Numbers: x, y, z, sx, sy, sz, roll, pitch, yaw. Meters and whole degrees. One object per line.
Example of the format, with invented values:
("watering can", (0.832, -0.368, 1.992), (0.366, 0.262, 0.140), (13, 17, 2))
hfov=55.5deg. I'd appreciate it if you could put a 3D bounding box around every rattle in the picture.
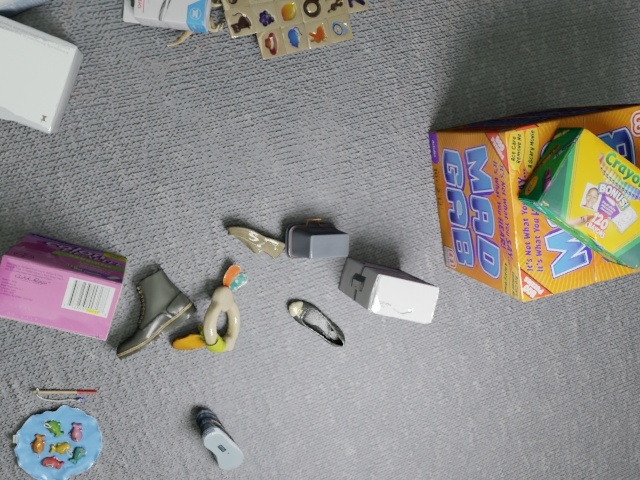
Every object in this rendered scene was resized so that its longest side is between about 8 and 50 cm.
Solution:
("rattle", (-0.256, 0.157, 1.419), (0.130, 0.143, 0.199), (8, 81, -49))

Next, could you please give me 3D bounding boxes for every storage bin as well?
("storage bin", (0.000, 0.000, 1.412), (0.135, 0.091, 0.098), (-3, 101, -33))

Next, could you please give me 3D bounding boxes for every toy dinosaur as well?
("toy dinosaur", (-0.253, -0.480, 1.303), (0.093, 0.053, 0.183), (25, 93, -4))

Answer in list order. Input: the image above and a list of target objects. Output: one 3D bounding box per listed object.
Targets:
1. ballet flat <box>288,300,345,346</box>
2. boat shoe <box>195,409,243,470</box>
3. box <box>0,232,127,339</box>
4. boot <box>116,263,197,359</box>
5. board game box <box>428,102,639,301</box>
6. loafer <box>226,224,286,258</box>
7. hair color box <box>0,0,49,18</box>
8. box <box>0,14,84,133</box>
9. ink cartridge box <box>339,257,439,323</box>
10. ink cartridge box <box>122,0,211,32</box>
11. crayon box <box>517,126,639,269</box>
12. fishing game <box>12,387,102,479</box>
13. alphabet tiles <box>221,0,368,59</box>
("ballet flat", (-0.004, 0.202, 1.486), (0.173, 0.049, 0.057), (36, 88, -18))
("boat shoe", (-0.242, 0.479, 1.467), (0.065, 0.083, 0.183), (-27, 133, -9))
("box", (-0.513, 0.086, 1.221), (0.214, 0.243, 0.117), (17, 95, -17))
("boot", (-0.399, 0.161, 1.366), (0.198, 0.077, 0.137), (-36, 99, -15))
("board game box", (0.507, -0.109, 1.411), (0.357, 0.356, 0.356), (-12, 103, -12))
("loafer", (-0.151, 0.004, 1.406), (0.148, 0.056, 0.050), (21, 88, -18))
("hair color box", (-0.493, -0.595, 1.173), (0.375, 0.113, 0.185), (-27, 106, -9))
("box", (-0.586, -0.324, 1.192), (0.181, 0.119, 0.181), (19, 94, -18))
("ink cartridge box", (0.155, 0.114, 1.426), (0.159, 0.218, 0.092), (13, 96, -18))
("ink cartridge box", (-0.319, -0.494, 1.243), (0.180, 0.060, 0.104), (6, 95, -2))
("crayon box", (0.547, -0.081, 1.196), (0.278, 0.081, 0.165), (29, 92, -18))
("fishing game", (-0.593, 0.463, 1.374), (0.189, 0.041, 0.264), (7, 98, -19))
("alphabet tiles", (-0.059, -0.562, 1.328), (0.343, 0.011, 0.285), (-20, 105, -20))
